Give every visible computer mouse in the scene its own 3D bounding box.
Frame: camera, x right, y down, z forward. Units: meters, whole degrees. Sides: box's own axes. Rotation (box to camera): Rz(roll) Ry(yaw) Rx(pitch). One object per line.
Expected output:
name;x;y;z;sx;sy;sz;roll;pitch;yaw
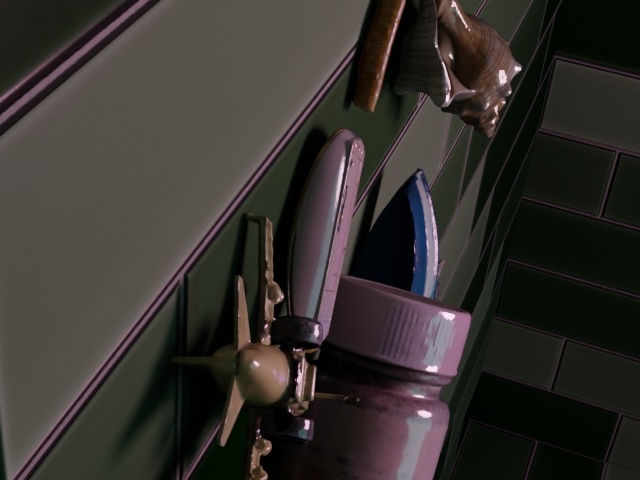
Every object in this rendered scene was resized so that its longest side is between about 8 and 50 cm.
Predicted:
computer mouse;-0.002;-0.001;1.031;0.102;0.045;0.199;16;86;-79

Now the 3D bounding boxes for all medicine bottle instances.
medicine bottle;0.045;0.183;1.193;0.165;0.165;0.273;8;97;-77

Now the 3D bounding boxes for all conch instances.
conch;0.129;-0.188;1.247;0.234;0.114;0.137;31;61;-40

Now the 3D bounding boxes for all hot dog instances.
hot dog;0.055;-0.186;1.082;0.044;0.028;0.137;-134;-119;-75

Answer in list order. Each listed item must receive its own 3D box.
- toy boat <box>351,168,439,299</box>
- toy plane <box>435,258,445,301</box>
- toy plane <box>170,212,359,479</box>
toy boat;0.075;0.065;1.334;0.062;0.096;0.299;-9;113;-66
toy plane;0.105;0.128;1.531;0.262;0.088;0.192;-56;160;-51
toy plane;-0.043;0.109;0.910;0.256;0.104;0.241;40;51;-69
